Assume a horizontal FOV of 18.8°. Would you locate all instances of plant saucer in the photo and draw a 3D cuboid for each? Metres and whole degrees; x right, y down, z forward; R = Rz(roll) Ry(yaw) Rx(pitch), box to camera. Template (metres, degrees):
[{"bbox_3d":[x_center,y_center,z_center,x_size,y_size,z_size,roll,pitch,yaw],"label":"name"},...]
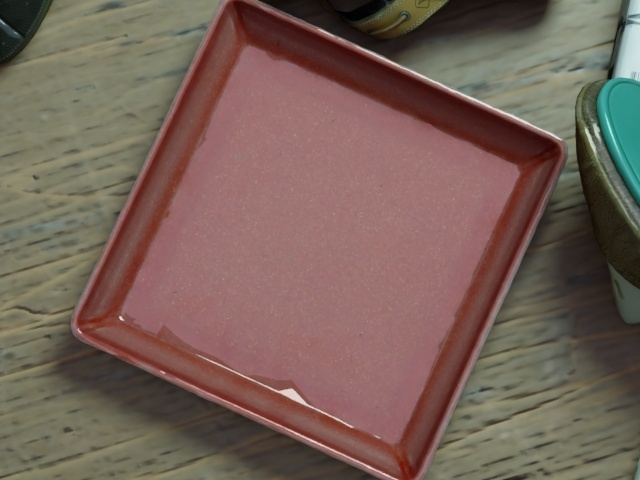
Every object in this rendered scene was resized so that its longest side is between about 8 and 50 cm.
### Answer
[{"bbox_3d":[0.000,0.000,1.310,0.258,0.048,0.259,24,85,3],"label":"plant saucer"}]

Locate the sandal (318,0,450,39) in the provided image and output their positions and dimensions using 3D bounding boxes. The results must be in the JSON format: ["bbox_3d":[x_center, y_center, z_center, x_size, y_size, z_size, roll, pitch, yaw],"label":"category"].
[{"bbox_3d":[0.060,-0.166,1.322,0.219,0.090,0.060,1,105,-6],"label":"sandal"}]

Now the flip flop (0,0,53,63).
[{"bbox_3d":[-0.183,-0.246,1.330,0.112,0.080,0.277,29,100,-1],"label":"flip flop"}]

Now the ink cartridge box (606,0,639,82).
[{"bbox_3d":[0.253,-0.120,1.312,0.109,0.063,0.151,12,84,2],"label":"ink cartridge box"}]

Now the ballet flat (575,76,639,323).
[{"bbox_3d":[0.272,0.038,1.262,0.342,0.124,0.116,38,51,-8],"label":"ballet flat"}]

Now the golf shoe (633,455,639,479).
[{"bbox_3d":[0.291,0.178,1.289,0.176,0.069,0.086,33,105,7],"label":"golf shoe"}]
